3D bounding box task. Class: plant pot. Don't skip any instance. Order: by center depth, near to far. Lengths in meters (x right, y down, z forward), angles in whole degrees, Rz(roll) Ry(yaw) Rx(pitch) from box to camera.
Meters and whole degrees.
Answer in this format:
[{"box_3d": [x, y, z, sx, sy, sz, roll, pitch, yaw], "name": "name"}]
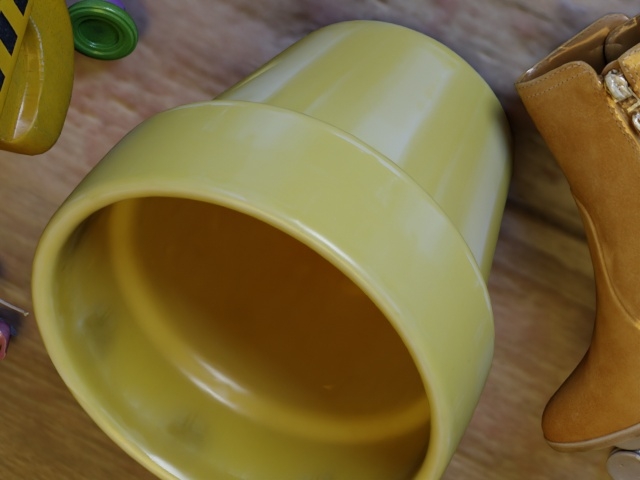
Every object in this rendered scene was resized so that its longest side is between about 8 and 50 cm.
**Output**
[{"box_3d": [0.000, 0.000, 0.999, 0.254, 0.239, 0.254, 17, 135, 18], "name": "plant pot"}]

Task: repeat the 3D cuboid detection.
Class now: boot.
[{"box_3d": [0.179, -0.012, 0.995, 0.211, 0.104, 0.295, 47, 131, -6], "name": "boot"}]

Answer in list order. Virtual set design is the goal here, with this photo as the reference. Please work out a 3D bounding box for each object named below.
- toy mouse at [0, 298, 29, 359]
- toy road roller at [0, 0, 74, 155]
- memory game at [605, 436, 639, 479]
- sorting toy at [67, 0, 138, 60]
[{"box_3d": [-0.278, 0.049, 1.360, 0.143, 0.031, 0.161, -4, 126, 34], "name": "toy mouse"}, {"box_3d": [-0.244, -0.180, 1.012, 0.202, 0.329, 0.240, 13, 173, 22], "name": "toy road roller"}, {"box_3d": [0.273, 0.146, 1.132, 0.186, 0.012, 0.186, 17, 134, 18], "name": "memory game"}, {"box_3d": [-0.165, -0.149, 1.117, 0.102, 0.042, 0.061, -5, 142, 19], "name": "sorting toy"}]
